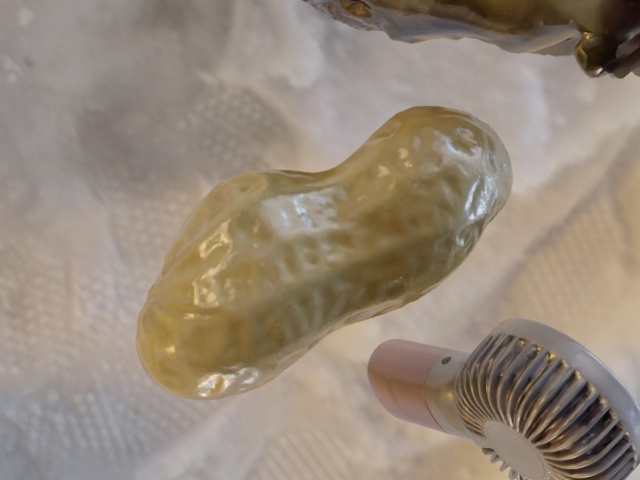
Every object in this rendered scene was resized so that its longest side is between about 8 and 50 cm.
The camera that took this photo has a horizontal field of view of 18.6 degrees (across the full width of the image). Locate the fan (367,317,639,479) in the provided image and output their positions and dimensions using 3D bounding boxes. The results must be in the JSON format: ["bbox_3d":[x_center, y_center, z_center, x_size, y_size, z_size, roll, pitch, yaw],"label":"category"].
[{"bbox_3d":[0.118,0.107,1.326,0.074,0.244,0.130,-45,119,-22],"label":"fan"}]

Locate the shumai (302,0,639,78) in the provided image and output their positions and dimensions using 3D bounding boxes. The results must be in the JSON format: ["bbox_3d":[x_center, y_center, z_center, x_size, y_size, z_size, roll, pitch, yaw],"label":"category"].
[{"bbox_3d":[0.098,-0.219,1.255,0.217,0.283,0.346,-27,157,-32],"label":"shumai"}]

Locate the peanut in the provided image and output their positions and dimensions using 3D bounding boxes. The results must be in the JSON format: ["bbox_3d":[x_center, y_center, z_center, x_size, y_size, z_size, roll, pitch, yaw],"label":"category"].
[{"bbox_3d":[0.000,0.000,1.234,0.274,0.111,0.125,-29,91,-15],"label":"peanut"}]
